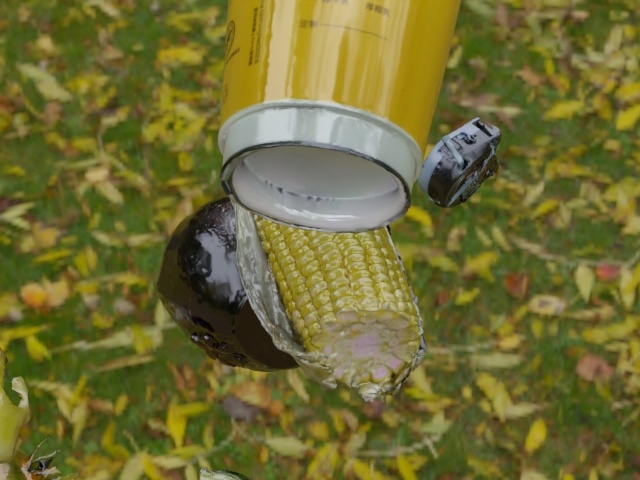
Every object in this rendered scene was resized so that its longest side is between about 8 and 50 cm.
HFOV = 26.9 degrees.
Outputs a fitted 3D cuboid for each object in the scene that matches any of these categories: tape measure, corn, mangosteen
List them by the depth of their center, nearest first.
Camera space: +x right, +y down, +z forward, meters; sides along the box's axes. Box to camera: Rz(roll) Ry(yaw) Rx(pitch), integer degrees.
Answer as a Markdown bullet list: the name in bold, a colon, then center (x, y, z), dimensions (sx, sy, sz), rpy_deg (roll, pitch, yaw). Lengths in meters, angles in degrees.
- **corn**: center (0.000, 0.003, 1.174), dimensions (0.122, 0.123, 0.305), rpy_deg (-38, 45, 16)
- **tape measure**: center (0.147, -0.079, 1.407), dimensions (0.094, 0.091, 0.054), rpy_deg (-38, 67, -18)
- **mangosteen**: center (-0.071, 0.039, 1.806), dimensions (0.288, 0.287, 0.233), rpy_deg (-20, 33, -17)

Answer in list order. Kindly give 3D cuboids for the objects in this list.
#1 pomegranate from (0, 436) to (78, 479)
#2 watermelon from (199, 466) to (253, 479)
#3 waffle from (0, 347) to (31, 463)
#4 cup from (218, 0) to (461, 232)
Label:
- **pomegranate**: center (-0.445, 0.378, 1.843), dimensions (0.257, 0.221, 0.221), rpy_deg (-34, 48, 7)
- **watermelon**: center (-0.051, 0.263, 1.064), dimensions (0.087, 0.069, 0.163), rpy_deg (5, 79, -25)
- **waffle**: center (-0.253, 0.024, 0.545), dimensions (0.310, 0.065, 0.283), rpy_deg (11, 28, 10)
- **cup**: center (0.015, -0.156, 0.944), dimensions (0.197, 0.196, 0.279), rpy_deg (4, 66, 7)
